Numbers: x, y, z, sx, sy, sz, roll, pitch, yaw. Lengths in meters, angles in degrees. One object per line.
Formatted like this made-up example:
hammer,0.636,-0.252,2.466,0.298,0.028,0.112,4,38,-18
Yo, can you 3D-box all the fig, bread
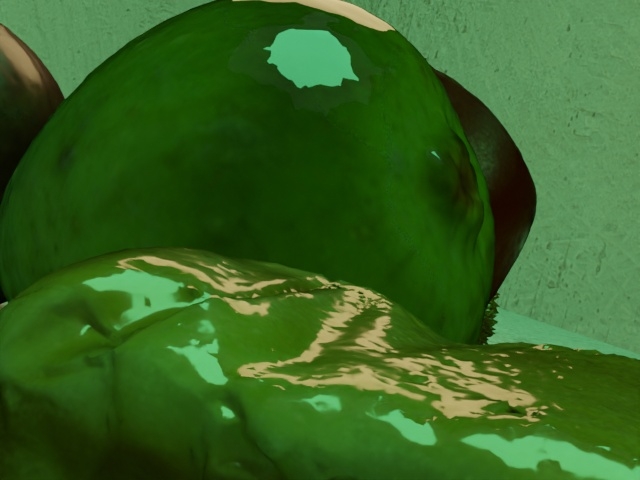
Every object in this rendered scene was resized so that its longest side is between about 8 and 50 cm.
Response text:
fig,-0.060,-0.007,0.765,0.326,0.258,0.258,-3,-9,37
bread,0.031,0.091,0.413,0.294,0.132,0.167,18,12,22

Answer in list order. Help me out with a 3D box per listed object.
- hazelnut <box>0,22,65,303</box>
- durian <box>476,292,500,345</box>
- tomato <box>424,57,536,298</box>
hazelnut,-0.273,-0.046,0.959,0.217,0.217,0.251,15,-21,-11
durian,0.109,0.071,1.374,0.158,0.137,0.168,-10,6,-29
tomato,-0.008,0.005,0.989,0.338,0.143,0.338,10,-42,9
